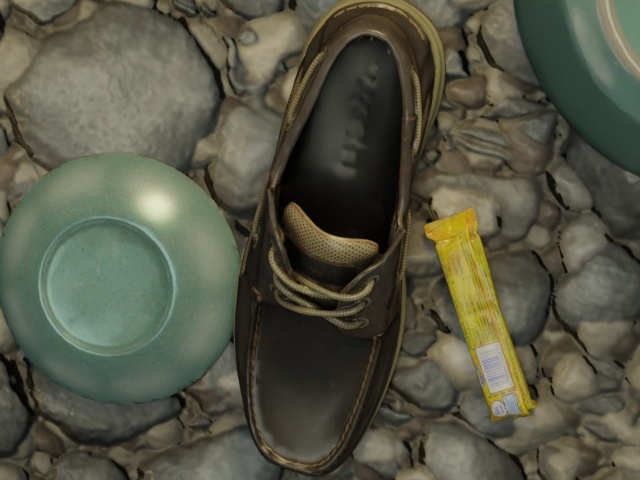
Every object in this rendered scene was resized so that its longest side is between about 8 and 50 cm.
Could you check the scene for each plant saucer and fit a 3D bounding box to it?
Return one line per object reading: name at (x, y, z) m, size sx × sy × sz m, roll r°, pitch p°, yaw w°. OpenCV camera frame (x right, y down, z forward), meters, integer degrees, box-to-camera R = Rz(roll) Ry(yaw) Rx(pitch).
plant saucer at (-0.156, 0.032, 1.494) m, size 0.195 × 0.037 × 0.195 m, roll 2°, pitch 99°, yaw 11°

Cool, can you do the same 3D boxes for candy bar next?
candy bar at (0.118, 0.058, 1.456) m, size 0.040 × 0.018 × 0.162 m, roll -17°, pitch 95°, yaw 16°

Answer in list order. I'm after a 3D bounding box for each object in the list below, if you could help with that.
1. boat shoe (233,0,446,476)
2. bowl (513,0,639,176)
boat shoe at (0.000, 0.000, 1.412) m, size 0.132 × 0.130 × 0.355 m, roll 9°, pitch 100°, yaw 9°
bowl at (0.276, -0.174, 1.321) m, size 0.311 × 0.163 × 0.312 m, roll 1°, pitch 99°, yaw 9°
